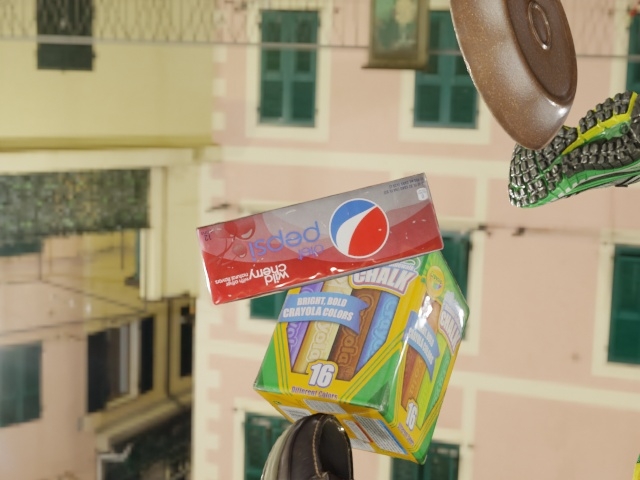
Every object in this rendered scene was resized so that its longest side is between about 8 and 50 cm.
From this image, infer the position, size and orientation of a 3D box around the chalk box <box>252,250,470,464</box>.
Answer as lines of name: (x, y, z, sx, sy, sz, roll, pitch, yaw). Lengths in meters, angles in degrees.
chalk box: (0.070, 0.104, 1.362, 0.179, 0.289, 0.180, 7, 153, 29)

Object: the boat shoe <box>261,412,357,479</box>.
boat shoe: (0.021, 0.310, 1.071, 0.130, 0.132, 0.355, -24, -146, 19)

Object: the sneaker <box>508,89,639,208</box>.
sneaker: (0.422, -0.118, 1.670, 0.146, 0.134, 0.343, 14, 163, -31)

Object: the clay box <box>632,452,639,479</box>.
clay box: (0.518, 0.434, 1.625, 0.127, 0.222, 0.053, 37, 147, -24)

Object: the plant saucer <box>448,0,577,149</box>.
plant saucer: (0.171, -0.176, 0.907, 0.036, 0.199, 0.198, -17, 177, 33)

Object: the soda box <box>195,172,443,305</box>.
soda box: (0.000, 0.000, 1.213, 0.263, 0.092, 0.083, -13, 178, 2)
